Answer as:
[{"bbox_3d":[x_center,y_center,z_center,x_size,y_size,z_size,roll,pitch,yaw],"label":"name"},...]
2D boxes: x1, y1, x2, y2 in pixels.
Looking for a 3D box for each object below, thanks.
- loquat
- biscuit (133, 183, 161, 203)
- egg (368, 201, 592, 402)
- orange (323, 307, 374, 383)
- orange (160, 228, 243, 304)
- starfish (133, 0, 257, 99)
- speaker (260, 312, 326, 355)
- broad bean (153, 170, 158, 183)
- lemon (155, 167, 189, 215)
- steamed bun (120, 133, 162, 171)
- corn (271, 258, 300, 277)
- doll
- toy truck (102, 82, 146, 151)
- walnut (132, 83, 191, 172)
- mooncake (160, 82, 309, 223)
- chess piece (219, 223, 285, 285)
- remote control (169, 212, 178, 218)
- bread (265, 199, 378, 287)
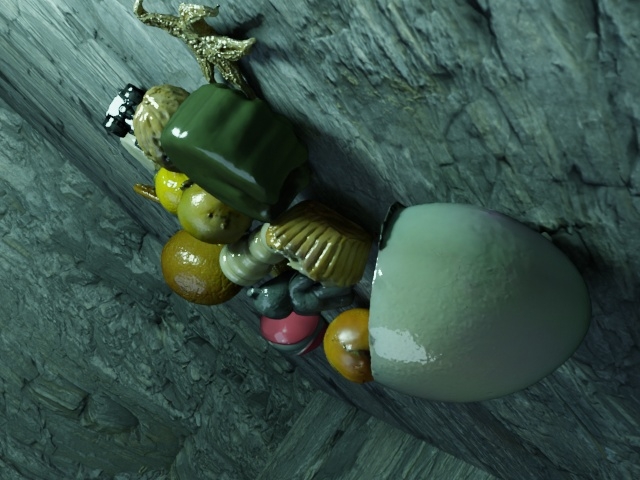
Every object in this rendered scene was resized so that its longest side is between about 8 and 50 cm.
[{"bbox_3d":[-0.310,-0.101,1.636,0.244,0.244,0.244,33,159,14],"label":"loquat"},{"bbox_3d":[-0.551,-0.151,2.061,0.305,0.038,0.305,23,-177,-1],"label":"biscuit"},{"bbox_3d":[0.281,0.112,0.957,0.340,0.354,0.354,6,148,19],"label":"egg"},{"bbox_3d":[0.130,0.346,1.820,0.246,0.246,0.246,33,159,14],"label":"orange"},{"bbox_3d":[-0.463,0.102,2.238,0.357,0.322,0.322,20,155,16],"label":"orange"},{"bbox_3d":[-0.216,-0.387,1.106,0.299,0.060,0.302,22,168,19],"label":"starfish"},{"bbox_3d":[-0.115,0.367,2.397,0.294,0.294,0.294,33,159,14],"label":"speaker"},{"bbox_3d":[-0.523,-0.203,1.950,0.061,0.077,0.339,11,175,9],"label":"broad bean"},{"bbox_3d":[-0.440,-0.168,1.780,0.187,0.187,0.244,33,161,15],"label":"lemon"},{"bbox_3d":[-0.560,-0.311,1.793,0.183,0.106,0.183,36,166,11],"label":"steamed bun"},{"bbox_3d":[-0.120,0.097,1.923,0.115,0.115,0.318,17,150,45],"label":"corn"},{"bbox_3d":[-0.058,0.168,1.830,0.246,0.340,0.158,72,-176,-54],"label":"doll"},{"bbox_3d":[-0.508,-0.343,1.615,0.224,0.147,0.165,34,-176,6],"label":"toy truck"},{"bbox_3d":[-0.374,-0.280,1.413,0.198,0.198,0.245,26,164,31],"label":"walnut"},{"bbox_3d":[-0.183,-0.195,1.253,0.351,0.187,0.351,29,169,7],"label":"mooncake"},{"bbox_3d":[-0.166,0.023,1.674,0.167,0.167,0.300,44,138,-15],"label":"chess piece"},{"bbox_3d":[-0.382,-0.036,2.059,0.378,0.044,0.107,23,-174,12],"label":"remote control"},{"bbox_3d":[0.000,0.000,1.362,0.274,0.149,0.274,23,-163,-7],"label":"bread"}]
